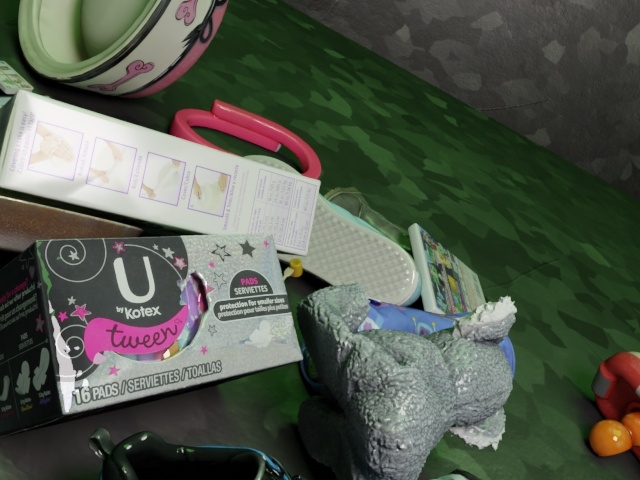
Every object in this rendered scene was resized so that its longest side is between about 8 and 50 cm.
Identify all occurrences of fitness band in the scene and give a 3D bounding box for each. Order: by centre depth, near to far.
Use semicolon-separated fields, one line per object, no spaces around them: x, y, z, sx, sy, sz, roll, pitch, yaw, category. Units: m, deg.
-0.137;-0.171;1.219;0.291;0.054;0.209;18;33;-20;fitness band

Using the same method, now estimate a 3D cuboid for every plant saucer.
-0.338;-0.023;0.651;0.311;0.050;0.310;11;-4;1;plant saucer

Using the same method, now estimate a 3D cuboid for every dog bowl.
-0.327;-0.430;1.119;0.408;0.408;0.150;50;14;32;dog bowl

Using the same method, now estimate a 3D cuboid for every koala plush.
0.109;0.153;0.683;0.221;0.196;0.203;-5;14;-23;koala plush

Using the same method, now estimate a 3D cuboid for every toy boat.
0.482;0.291;0.997;0.151;0.151;0.231;-16;45;-14;toy boat

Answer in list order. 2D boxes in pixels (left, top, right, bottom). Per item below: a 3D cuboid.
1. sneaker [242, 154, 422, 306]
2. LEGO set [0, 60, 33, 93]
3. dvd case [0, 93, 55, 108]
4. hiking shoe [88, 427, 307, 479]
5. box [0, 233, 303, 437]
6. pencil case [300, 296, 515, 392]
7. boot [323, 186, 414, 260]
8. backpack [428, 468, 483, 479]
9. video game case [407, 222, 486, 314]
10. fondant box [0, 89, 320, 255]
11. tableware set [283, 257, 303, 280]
0.000;0.000;1.029;0.366;0.135;0.150;38;0;23;sneaker
-0.584;-0.278;0.972;0.244;0.060;0.182;41;27;11;LEGO set
-0.393;-0.133;0.943;0.253;0.022;0.180;39;30;17;dvd case
-0.037;0.235;0.514;0.304;0.132;0.113;11;34;-5;hiking shoe
-0.167;0.079;0.619;0.247;0.163;0.142;-4;74;-46;box
0.120;0.144;0.870;0.306;0.133;0.119;12;-7;-31;pencil case
0.097;-0.008;1.167;0.208;0.076;0.190;46;33;14;boot
0.135;0.308;0.615;0.115;0.152;0.182;2;32;-36;backpack
0.221;0.087;1.087;0.183;0.023;0.201;37;31;-29;video game case
-0.202;-0.062;0.752;0.330;0.096;0.238;13;-5;-33;fondant box
-0.096;0.016;0.948;0.154;0.024;0.104;26;49;18;tableware set
